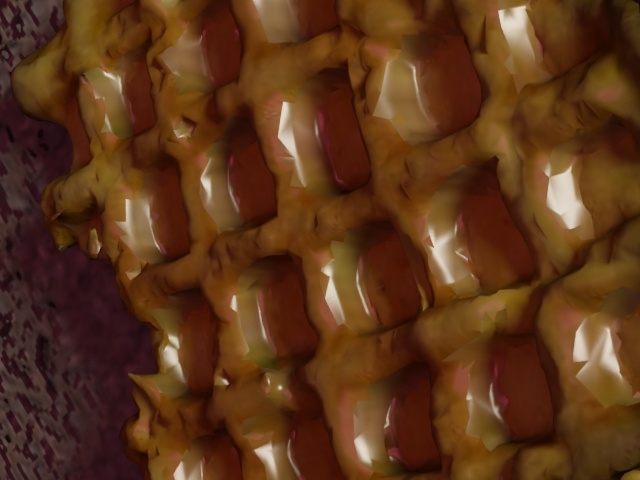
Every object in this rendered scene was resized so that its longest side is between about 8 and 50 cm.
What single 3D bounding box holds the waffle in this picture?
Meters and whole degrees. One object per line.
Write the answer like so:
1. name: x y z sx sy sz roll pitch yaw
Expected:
1. waffle: 0.005 0.007 0.475 0.281 0.058 0.301 -52 56 33
